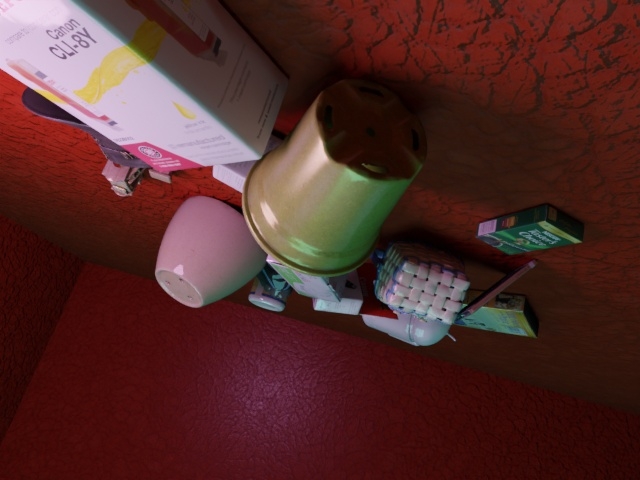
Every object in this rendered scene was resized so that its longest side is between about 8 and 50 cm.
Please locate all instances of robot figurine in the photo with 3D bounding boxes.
[{"bbox_3d":[0.276,0.218,1.492,0.353,0.200,0.300,15,133,31],"label":"robot figurine"}]

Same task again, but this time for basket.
[{"bbox_3d":[0.262,0.101,1.250,0.254,0.201,0.289,18,-164,-1],"label":"basket"}]

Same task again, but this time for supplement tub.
[{"bbox_3d":[-0.179,0.157,1.751,0.144,0.200,0.144,16,162,5],"label":"supplement tub"}]

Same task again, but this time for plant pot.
[{"bbox_3d":[0.033,-0.112,0.752,0.276,0.276,0.254,21,150,-12],"label":"plant pot"}]

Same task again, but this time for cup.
[{"bbox_3d":[-0.362,0.064,1.406,0.331,0.237,0.331,19,140,17],"label":"cup"}]

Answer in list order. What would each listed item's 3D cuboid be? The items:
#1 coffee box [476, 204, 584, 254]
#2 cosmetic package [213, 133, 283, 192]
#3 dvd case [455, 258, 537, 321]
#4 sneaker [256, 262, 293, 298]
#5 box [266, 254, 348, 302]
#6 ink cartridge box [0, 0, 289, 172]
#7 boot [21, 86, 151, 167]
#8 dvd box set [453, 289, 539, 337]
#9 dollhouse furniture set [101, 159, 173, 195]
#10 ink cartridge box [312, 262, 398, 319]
[{"bbox_3d":[0.434,-0.018,0.963,0.113,0.040,0.184,24,160,-21],"label":"coffee box"},{"bbox_3d":[-0.086,-0.130,0.918,0.231,0.117,0.085,27,161,-7],"label":"cosmetic package"},{"bbox_3d":[0.440,0.136,1.182,0.018,0.221,0.164,53,167,14],"label":"dvd case"},{"bbox_3d":[-0.220,0.052,1.597,0.341,0.125,0.140,32,130,14],"label":"sneaker"},{"bbox_3d":[0.000,0.000,1.092,0.126,0.231,0.262,10,162,17],"label":"box"},{"bbox_3d":[-0.279,-0.270,0.656,0.279,0.160,0.384,2,157,38],"label":"ink cartridge box"},{"bbox_3d":[-0.509,-0.243,1.047,0.263,0.091,0.229,16,161,-5],"label":"boot"},{"bbox_3d":[0.524,0.244,1.619,0.420,0.062,0.307,3,157,36],"label":"dvd box set"},{"bbox_3d":[-0.484,-0.156,1.260,0.161,0.101,0.182,18,162,-5],"label":"dollhouse furniture set"},{"bbox_3d":[0.094,0.109,1.324,0.239,0.275,0.060,8,120,-8],"label":"ink cartridge box"}]
